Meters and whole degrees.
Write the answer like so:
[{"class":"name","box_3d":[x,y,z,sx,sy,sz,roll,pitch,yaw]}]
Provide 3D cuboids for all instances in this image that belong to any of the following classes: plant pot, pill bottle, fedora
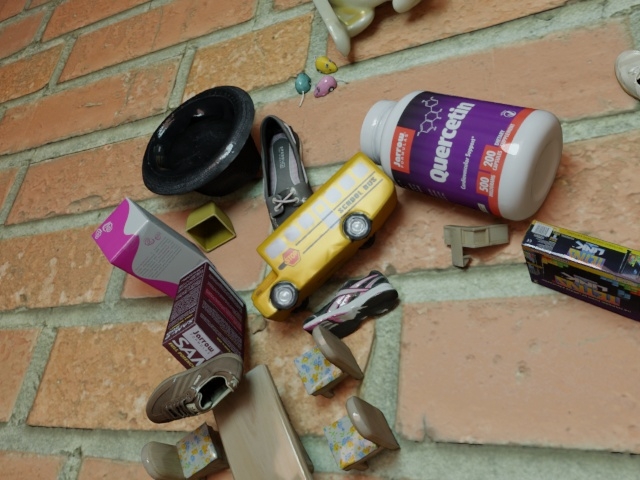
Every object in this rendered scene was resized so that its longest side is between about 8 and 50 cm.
[{"class":"plant pot","box_3d":[-0.248,-0.042,1.205,0.081,0.081,0.083,-28,42,12]},{"class":"pill bottle","box_3d":[0.234,-0.160,0.943,0.323,0.181,0.181,22,75,35]},{"class":"fedora","box_3d":[-0.251,-0.200,1.242,0.334,0.152,0.333,-18,53,26]}]

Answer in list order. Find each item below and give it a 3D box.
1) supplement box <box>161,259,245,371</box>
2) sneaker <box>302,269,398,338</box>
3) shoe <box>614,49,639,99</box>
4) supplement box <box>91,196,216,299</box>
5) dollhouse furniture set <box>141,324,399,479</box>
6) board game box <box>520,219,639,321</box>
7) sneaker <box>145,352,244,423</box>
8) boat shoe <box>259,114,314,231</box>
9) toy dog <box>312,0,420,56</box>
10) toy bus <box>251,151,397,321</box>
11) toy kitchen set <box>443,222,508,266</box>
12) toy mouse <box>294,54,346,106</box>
[{"class":"supplement box","box_3d":[-0.202,0.147,0.977,0.073,0.130,0.239,-34,22,7]},{"class":"sneaker","box_3d":[0.050,0.115,0.970,0.178,0.072,0.077,-25,42,4]},{"class":"shoe","box_3d":[0.569,-0.256,0.894,0.077,0.058,0.218,-28,54,12]},{"class":"supplement box","box_3d":[-0.344,0.025,1.126,0.111,0.220,0.114,-48,52,-4]},{"class":"dollhouse furniture set","box_3d":[-0.077,0.361,0.770,0.362,0.256,0.394,-35,53,7]},{"class":"board game box","box_3d":[0.385,0.045,0.771,0.170,0.141,0.048,23,75,36]},{"class":"sneaker","box_3d":[-0.205,0.245,0.849,0.188,0.066,0.071,-35,21,11]},{"class":"boat shoe","box_3d":[-0.081,-0.129,1.149,0.112,0.095,0.335,-22,55,16]},{"class":"toy dog","box_3d":[0.164,-0.659,1.242,0.408,0.284,0.395,-26,18,15]},{"class":"toy bus","box_3d":[0.000,0.000,1.000,0.333,0.108,0.130,-44,75,0]},{"class":"toy kitchen set","box_3d":[0.268,0.006,0.932,0.083,0.075,0.068,-168,71,-67]},{"class":"toy mouse","box_3d":[-0.015,-0.385,1.299,0.161,0.031,0.143,35,83,37]}]
